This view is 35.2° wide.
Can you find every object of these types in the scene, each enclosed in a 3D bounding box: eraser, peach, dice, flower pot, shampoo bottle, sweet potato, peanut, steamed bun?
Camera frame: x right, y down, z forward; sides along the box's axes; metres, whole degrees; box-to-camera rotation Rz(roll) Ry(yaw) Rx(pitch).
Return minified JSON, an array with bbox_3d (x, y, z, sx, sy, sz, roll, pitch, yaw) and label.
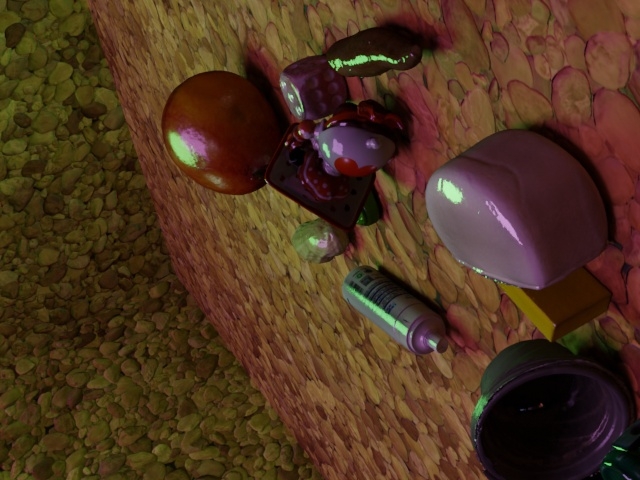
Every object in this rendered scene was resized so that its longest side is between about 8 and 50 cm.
[{"bbox_3d":[0.312,0.064,1.359,0.122,0.097,0.045,52,160,36],"label":"eraser"},{"bbox_3d":[-0.204,-0.231,2.190,0.280,0.238,0.281,9,111,25],"label":"peach"},{"bbox_3d":[-0.013,-0.271,1.799,0.091,0.094,0.093,33,148,57],"label":"dice"},{"bbox_3d":[0.319,0.234,1.456,0.140,0.235,0.236,-100,-7,-63],"label":"flower pot"},{"bbox_3d":[0.152,0.141,1.948,0.303,0.092,0.092,35,148,55],"label":"shampoo bottle"},{"bbox_3d":[0.094,-0.284,1.524,0.243,0.077,0.077,10,126,58],"label":"sweet potato"},{"bbox_3d":[0.000,0.000,2.173,0.214,0.090,0.099,162,93,-74],"label":"peanut"},{"bbox_3d":[0.241,-0.048,1.308,0.241,0.146,0.164,26,145,62],"label":"steamed bun"}]

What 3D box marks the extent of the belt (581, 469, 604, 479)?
[{"bbox_3d":[0.394,0.390,1.562,0.151,0.078,0.198,52,165,31],"label":"belt"}]

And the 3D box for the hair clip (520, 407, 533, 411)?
[{"bbox_3d":[0.347,0.369,1.727,0.137,0.090,0.278,22,138,52],"label":"hair clip"}]

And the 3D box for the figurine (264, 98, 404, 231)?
[{"bbox_3d":[0.046,-0.159,1.678,0.183,0.160,0.226,31,145,-9],"label":"figurine"}]

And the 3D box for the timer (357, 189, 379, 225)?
[{"bbox_3d":[0.059,-0.094,1.934,0.128,0.047,0.140,19,134,67],"label":"timer"}]

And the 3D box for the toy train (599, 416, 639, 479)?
[{"bbox_3d":[0.478,0.303,1.124,0.249,0.178,0.429,55,165,-8],"label":"toy train"}]
